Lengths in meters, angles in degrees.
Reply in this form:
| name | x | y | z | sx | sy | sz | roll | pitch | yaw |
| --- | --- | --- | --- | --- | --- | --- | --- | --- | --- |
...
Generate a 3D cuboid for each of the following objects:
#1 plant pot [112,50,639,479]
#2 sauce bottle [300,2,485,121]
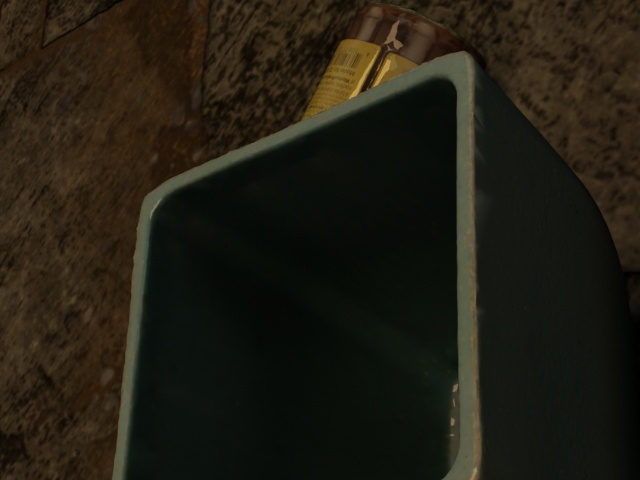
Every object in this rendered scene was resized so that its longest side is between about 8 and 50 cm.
| name | x | y | z | sx | sy | sz | roll | pitch | yaw |
| --- | --- | --- | --- | --- | --- | --- | --- | --- | --- |
| plant pot | 0.061 | 0.089 | 0.858 | 0.248 | 0.252 | 0.247 | -21 | 53 | 36 |
| sauce bottle | 0.000 | 0.000 | 1.080 | 0.111 | 0.111 | 0.344 | 23 | 83 | 49 |
